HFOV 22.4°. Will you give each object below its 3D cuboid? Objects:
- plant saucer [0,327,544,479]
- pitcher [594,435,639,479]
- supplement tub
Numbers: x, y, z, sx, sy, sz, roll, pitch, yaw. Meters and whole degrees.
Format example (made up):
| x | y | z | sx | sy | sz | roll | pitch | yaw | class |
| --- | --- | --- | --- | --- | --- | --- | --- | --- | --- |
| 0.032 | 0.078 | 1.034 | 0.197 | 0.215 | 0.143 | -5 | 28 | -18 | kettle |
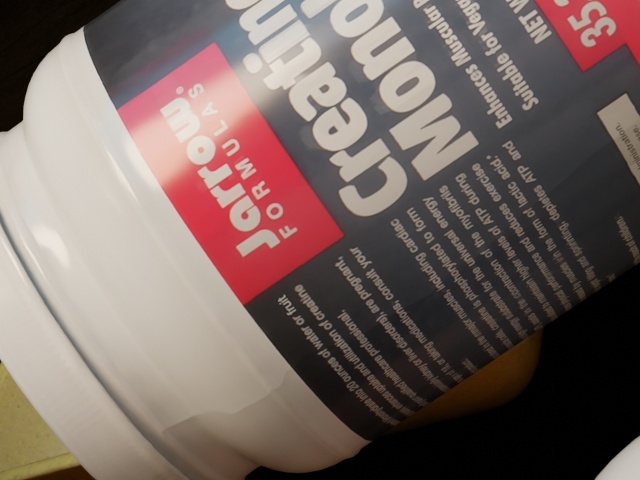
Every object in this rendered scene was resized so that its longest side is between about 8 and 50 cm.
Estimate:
| x | y | z | sx | sy | sz | roll | pitch | yaw | class |
| --- | --- | --- | --- | --- | --- | --- | --- | --- | --- |
| 0.000 | 0.000 | 0.849 | 0.333 | 0.081 | 0.332 | -18 | 34 | 30 | plant saucer |
| 0.090 | 0.131 | 0.477 | 0.178 | 0.125 | 0.207 | 27 | 51 | 12 | pitcher |
| 0.013 | -0.035 | 0.609 | 0.272 | 0.191 | 0.191 | -34 | 30 | 4 | supplement tub |
